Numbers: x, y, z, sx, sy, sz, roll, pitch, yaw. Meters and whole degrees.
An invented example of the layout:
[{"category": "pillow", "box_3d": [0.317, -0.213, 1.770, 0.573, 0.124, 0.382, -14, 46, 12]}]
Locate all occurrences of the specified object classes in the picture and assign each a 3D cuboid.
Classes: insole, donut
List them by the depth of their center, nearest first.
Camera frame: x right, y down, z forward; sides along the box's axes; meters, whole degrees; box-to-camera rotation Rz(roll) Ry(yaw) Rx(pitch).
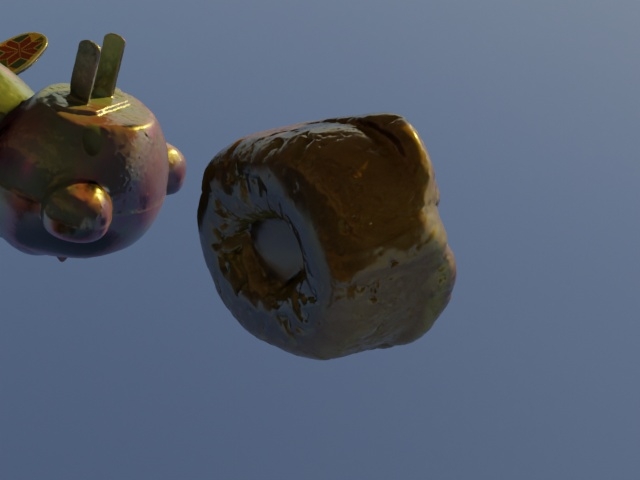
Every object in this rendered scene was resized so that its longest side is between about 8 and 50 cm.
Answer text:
[{"category": "donut", "box_3d": [0.000, 0.000, 0.985, 0.128, 0.208, 0.261, -17, -175, -33]}, {"category": "insole", "box_3d": [-0.401, -0.207, 1.400, 0.065, 0.006, 0.193, 21, -134, 22]}]

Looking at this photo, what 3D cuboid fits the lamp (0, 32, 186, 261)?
[{"category": "lamp", "box_3d": [-0.296, -0.114, 1.196, 0.301, 0.247, 0.247, 23, -161, 12]}]
